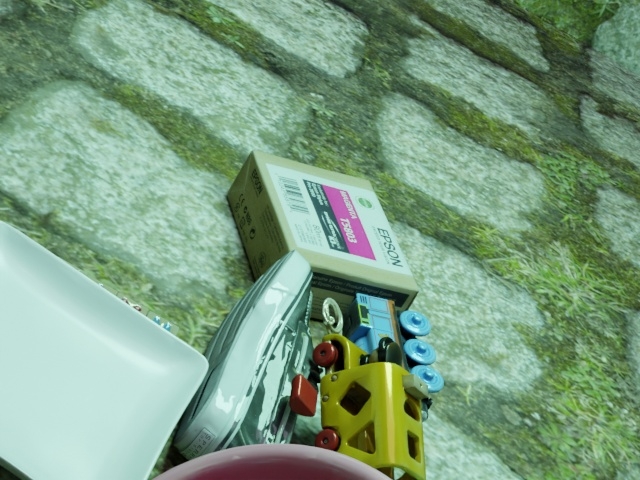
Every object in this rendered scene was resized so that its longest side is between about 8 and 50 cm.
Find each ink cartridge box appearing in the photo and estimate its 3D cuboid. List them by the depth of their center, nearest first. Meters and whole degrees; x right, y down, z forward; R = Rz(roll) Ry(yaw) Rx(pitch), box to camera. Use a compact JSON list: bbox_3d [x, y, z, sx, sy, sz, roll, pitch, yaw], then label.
[{"bbox_3d":[0.000,0.000,1.686,0.193,0.088,0.234,12,35,-29],"label":"ink cartridge box"}]

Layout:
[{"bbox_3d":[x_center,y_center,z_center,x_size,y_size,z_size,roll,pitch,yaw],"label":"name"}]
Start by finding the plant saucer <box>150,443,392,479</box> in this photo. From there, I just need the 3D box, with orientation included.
[{"bbox_3d":[-0.052,0.318,1.037,0.332,0.084,0.332,-6,43,6],"label":"plant saucer"}]

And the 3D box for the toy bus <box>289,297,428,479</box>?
[{"bbox_3d":[0.060,0.170,1.372,0.202,0.104,0.191,68,25,-13],"label":"toy bus"}]

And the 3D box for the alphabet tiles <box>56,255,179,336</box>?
[{"bbox_3d":[-0.272,0.092,1.344,0.237,0.009,0.198,32,33,-11],"label":"alphabet tiles"}]

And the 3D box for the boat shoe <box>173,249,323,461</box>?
[{"bbox_3d":[-0.059,0.143,1.415,0.119,0.121,0.335,39,38,-11],"label":"boat shoe"}]

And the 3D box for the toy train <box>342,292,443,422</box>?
[{"bbox_3d":[0.082,0.147,1.562,0.105,0.080,0.184,12,37,-16],"label":"toy train"}]

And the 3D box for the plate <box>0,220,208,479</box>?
[{"bbox_3d":[-0.269,0.129,1.250,0.277,0.045,0.278,34,33,-5],"label":"plate"}]
